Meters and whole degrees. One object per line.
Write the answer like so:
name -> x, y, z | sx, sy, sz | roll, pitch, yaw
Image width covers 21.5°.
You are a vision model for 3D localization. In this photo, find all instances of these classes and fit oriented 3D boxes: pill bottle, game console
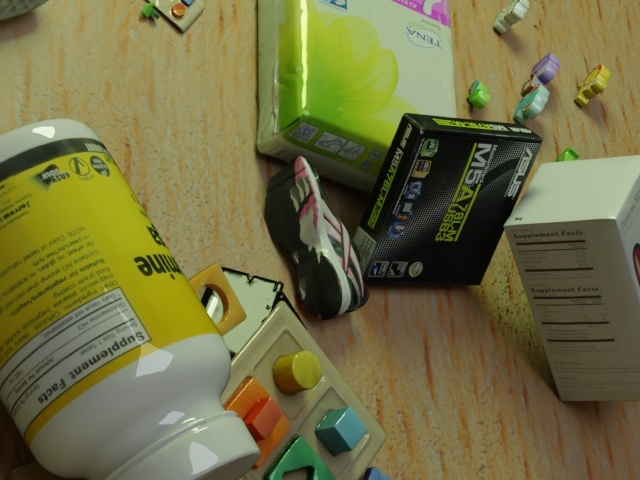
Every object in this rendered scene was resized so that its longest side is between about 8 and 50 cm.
pill bottle -> -0.195, 0.078, 1.431 | 0.188, 0.188, 0.334 | -18, 70, -46
game console -> -0.073, 0.101, 1.671 | 0.107, 0.071, 0.122 | 15, 47, 5

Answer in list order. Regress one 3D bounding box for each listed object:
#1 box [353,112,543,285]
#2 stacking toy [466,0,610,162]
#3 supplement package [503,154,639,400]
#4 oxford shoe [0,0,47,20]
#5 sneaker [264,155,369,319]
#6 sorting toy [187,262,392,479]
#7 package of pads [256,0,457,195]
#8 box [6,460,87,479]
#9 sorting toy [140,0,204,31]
box -> 0.133, -0.041, 1.823 | 0.184, 0.191, 0.045 | 4, 27, -38
stacking toy -> 0.281, -0.195, 2.145 | 0.167, 0.052, 0.221 | 38, 45, -14
supplement package -> 0.317, 0.044, 1.881 | 0.139, 0.133, 0.244 | -54, 131, -46
oxford shoe -> -0.416, -0.291, 1.551 | 0.449, 0.169, 0.130 | -7, 32, -45
sneaker -> 0.000, 0.000, 1.773 | 0.077, 0.072, 0.178 | 3, 69, -53
sorting toy -> -0.022, 0.175, 1.593 | 0.348, 0.047, 0.196 | 52, 45, -15
package of pads -> 0.044, -0.194, 1.906 | 0.229, 0.101, 0.297 | 20, 52, -28
box -> -0.168, 0.270, 1.469 | 0.164, 0.021, 0.201 | -14, 73, -45
sorting toy -> -0.164, -0.256, 1.832 | 0.062, 0.012, 0.083 | 43, 43, -10
